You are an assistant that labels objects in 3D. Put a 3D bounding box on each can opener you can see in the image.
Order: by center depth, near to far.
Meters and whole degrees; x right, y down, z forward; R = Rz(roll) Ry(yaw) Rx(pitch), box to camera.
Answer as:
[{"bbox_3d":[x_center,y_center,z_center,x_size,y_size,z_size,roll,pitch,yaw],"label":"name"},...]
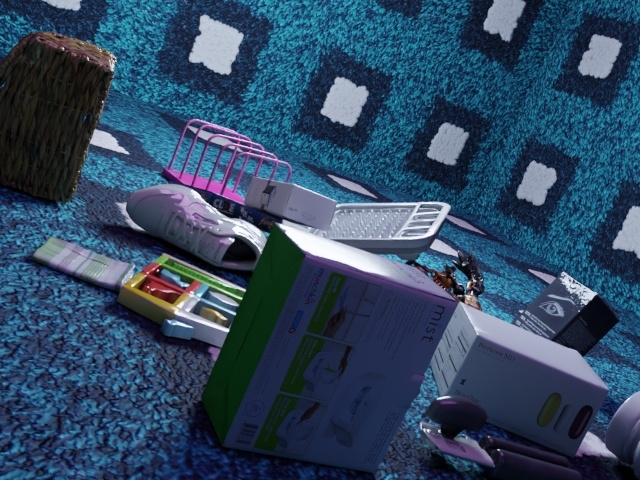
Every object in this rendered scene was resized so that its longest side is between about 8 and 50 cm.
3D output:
[{"bbox_3d":[0.279,0.309,1.247,0.283,0.095,0.076,19,13,-20],"label":"can opener"}]

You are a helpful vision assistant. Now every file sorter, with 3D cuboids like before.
[{"bbox_3d":[-0.242,-0.185,2.188,0.202,0.182,0.290,12,17,-42],"label":"file sorter"}]

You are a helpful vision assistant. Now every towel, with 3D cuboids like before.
[{"bbox_3d":[-0.381,0.036,1.343,0.152,0.023,0.113,22,11,-8],"label":"towel"}]

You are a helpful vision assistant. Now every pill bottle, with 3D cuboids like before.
[{"bbox_3d":[0.655,0.394,1.444,0.160,0.160,0.283,13,16,-42],"label":"pill bottle"}]

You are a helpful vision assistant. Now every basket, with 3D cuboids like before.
[{"bbox_3d":[-0.550,-0.258,1.639,0.213,0.299,0.223,18,15,-19],"label":"basket"}]

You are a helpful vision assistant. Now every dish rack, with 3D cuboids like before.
[{"bbox_3d":[0.139,-0.021,2.026,0.332,0.072,0.285,1,21,20],"label":"dish rack"}]

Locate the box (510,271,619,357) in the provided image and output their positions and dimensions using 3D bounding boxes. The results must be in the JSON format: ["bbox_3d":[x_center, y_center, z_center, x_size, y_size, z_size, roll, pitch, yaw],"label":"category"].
[{"bbox_3d":[0.575,0.200,1.971,0.108,0.207,0.153,44,3,-25],"label":"box"}]

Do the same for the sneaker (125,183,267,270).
[{"bbox_3d":[-0.241,-0.025,1.656,0.305,0.114,0.152,21,11,-12],"label":"sneaker"}]

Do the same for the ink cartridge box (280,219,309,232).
[{"bbox_3d":[-0.073,0.029,1.747,0.067,0.115,0.198,22,11,-5],"label":"ink cartridge box"}]

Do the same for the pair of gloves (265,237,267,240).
[{"bbox_3d":[-0.222,-0.021,1.854,0.240,0.042,0.204,25,11,2],"label":"pair of gloves"}]

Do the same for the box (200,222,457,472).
[{"bbox_3d":[0.010,0.143,1.055,0.231,0.262,0.127,17,14,-27],"label":"box"}]

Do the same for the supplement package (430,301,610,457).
[{"bbox_3d":[0.360,0.252,1.535,0.261,0.145,0.204,22,12,-4],"label":"supplement package"}]

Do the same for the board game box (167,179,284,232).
[{"bbox_3d":[-0.223,-0.075,1.932,0.165,0.042,0.243,17,-3,41],"label":"board game box"}]

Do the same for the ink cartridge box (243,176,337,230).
[{"bbox_3d":[-0.074,-0.087,1.982,0.139,0.082,0.190,20,-4,-36],"label":"ink cartridge box"}]

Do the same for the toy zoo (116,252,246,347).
[{"bbox_3d":[-0.215,0.100,1.365,0.192,0.030,0.293,24,11,0],"label":"toy zoo"}]

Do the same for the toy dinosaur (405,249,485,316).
[{"bbox_3d":[0.320,0.155,1.975,0.322,0.164,0.218,59,18,-19],"label":"toy dinosaur"}]

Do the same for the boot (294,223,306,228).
[{"bbox_3d":[0.001,-0.002,2.160,0.208,0.076,0.190,17,13,-2],"label":"boot"}]
